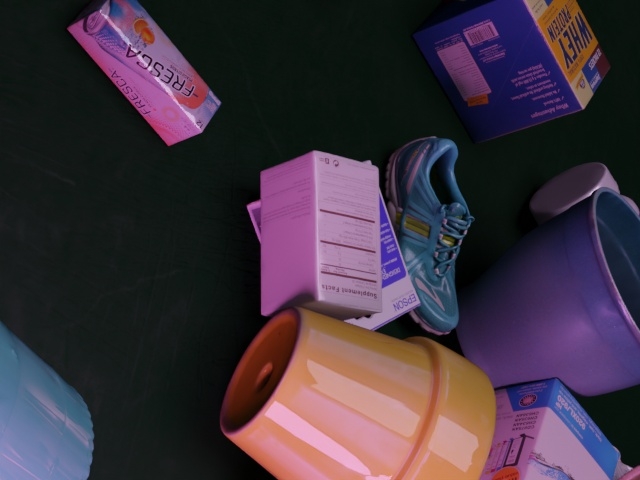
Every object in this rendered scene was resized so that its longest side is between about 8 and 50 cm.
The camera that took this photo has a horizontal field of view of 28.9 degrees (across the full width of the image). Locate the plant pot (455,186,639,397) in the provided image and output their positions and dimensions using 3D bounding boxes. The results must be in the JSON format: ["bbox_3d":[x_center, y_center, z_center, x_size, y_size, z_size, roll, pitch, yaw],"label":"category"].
[{"bbox_3d":[0.336,0.100,1.725,0.271,0.255,0.271,38,37,-37],"label":"plant pot"}]

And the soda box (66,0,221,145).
[{"bbox_3d":[-0.196,-0.196,1.404,0.183,0.063,0.058,50,46,-25],"label":"soda box"}]

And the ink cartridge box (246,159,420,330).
[{"bbox_3d":[0.021,0.021,1.581,0.206,0.045,0.208,-23,94,-46],"label":"ink cartridge box"}]

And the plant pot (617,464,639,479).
[{"bbox_3d":[0.615,0.487,1.908,0.305,0.334,0.334,9,70,-57],"label":"plant pot"}]

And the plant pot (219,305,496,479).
[{"bbox_3d":[0.028,0.200,1.401,0.239,0.254,0.254,30,54,-18],"label":"plant pot"}]

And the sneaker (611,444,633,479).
[{"bbox_3d":[0.465,0.376,1.958,0.152,0.054,0.061,41,64,-27],"label":"sneaker"}]

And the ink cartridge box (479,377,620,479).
[{"bbox_3d":[0.259,0.334,1.645,0.168,0.171,0.232,50,45,-24],"label":"ink cartridge box"}]

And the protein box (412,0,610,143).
[{"bbox_3d":[0.287,-0.284,1.866,0.201,0.200,0.136,57,44,-18],"label":"protein box"}]

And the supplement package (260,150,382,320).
[{"bbox_3d":[0.000,0.000,1.461,0.105,0.105,0.179,11,72,-40],"label":"supplement package"}]

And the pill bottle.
[{"bbox_3d":[0.456,0.030,1.976,0.283,0.161,0.161,57,43,-18],"label":"pill bottle"}]

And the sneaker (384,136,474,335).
[{"bbox_3d":[0.152,-0.009,1.691,0.107,0.110,0.275,6,74,-45],"label":"sneaker"}]

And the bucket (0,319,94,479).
[{"bbox_3d":[-0.329,0.165,0.982,0.183,0.281,0.281,49,46,-37],"label":"bucket"}]
